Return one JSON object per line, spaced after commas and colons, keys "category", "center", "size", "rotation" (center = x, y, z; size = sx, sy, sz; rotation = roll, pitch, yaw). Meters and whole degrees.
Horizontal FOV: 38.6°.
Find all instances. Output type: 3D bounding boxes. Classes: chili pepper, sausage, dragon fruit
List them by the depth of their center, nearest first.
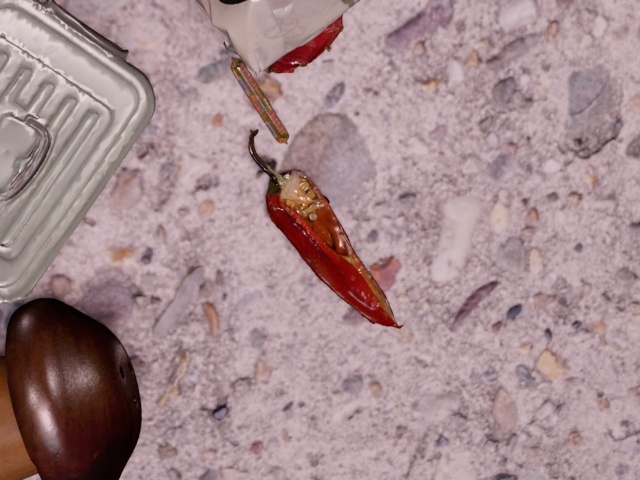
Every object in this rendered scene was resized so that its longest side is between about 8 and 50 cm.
{"category": "dragon fruit", "center": [-0.013, -0.238, 0.806], "size": [0.094, 0.094, 0.191], "rotation": [19, 97, -20]}
{"category": "sausage", "center": [-0.057, -0.132, 0.870], "size": [0.015, 0.015, 0.100], "rotation": [-33, 113, -1]}
{"category": "chili pepper", "center": [0.000, 0.000, 0.917], "size": [0.050, 0.059, 0.268], "rotation": [-18, 123, 34]}

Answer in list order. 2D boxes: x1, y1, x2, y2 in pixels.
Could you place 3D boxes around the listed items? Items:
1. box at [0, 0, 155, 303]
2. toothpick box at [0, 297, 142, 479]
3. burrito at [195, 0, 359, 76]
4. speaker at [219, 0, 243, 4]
{"category": "box", "center": [-0.263, -0.088, 0.768], "size": [0.163, 0.135, 0.243], "rotation": [32, 97, -23]}
{"category": "toothpick box", "center": [-0.310, 0.171, 0.821], "size": [0.294, 0.192, 0.192], "rotation": [-18, 113, -3]}
{"category": "burrito", "center": [0.065, -0.311, 0.753], "size": [0.445, 0.101, 0.139], "rotation": [-42, 80, -15]}
{"category": "speaker", "center": [0.037, -0.316, 0.639], "size": [0.388, 0.184, 0.180], "rotation": [-40, 78, -5]}
